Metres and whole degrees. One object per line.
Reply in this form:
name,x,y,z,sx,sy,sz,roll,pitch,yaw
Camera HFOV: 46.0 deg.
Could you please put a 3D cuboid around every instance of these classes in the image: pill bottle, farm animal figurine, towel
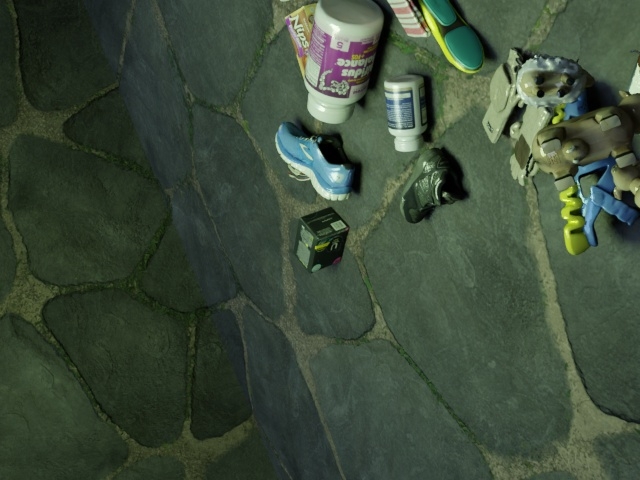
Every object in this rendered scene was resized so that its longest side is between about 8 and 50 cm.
pill bottle,0.206,-0.304,1.806,0.094,0.094,0.169,24,128,51
farm animal figurine,0.506,-0.165,1.263,0.327,0.172,0.330,-4,111,17
pill bottle,0.049,-0.449,1.894,0.169,0.169,0.301,49,146,30
towel,0.178,-0.537,1.667,0.197,0.029,0.144,56,-177,-19

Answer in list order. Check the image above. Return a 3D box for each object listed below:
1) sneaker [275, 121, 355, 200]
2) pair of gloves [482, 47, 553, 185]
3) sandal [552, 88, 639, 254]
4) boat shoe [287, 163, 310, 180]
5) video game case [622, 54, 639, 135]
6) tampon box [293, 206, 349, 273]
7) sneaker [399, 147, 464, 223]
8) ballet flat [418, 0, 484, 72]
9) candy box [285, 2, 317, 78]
sneaker,-0.005,-0.260,2.187,0.330,0.130,0.147,44,128,31
pair of gloves,0.399,-0.246,1.515,0.240,0.042,0.204,-106,14,-45
sandal,0.512,-0.137,1.415,0.138,0.126,0.317,-8,96,22
boat shoe,-0.062,-0.217,2.361,0.137,0.049,0.043,25,127,57
video game case,0.609,-0.270,1.232,0.196,0.026,0.274,44,142,37
tampon box,0.000,0.000,2.323,0.101,0.120,0.161,49,146,31
sneaker,0.270,-0.102,1.841,0.130,0.087,0.227,57,144,32
ballet flat,0.281,-0.445,1.628,0.231,0.077,0.077,62,172,16
candy box,-0.026,-0.544,2.077,0.109,0.053,0.186,-2,108,59
